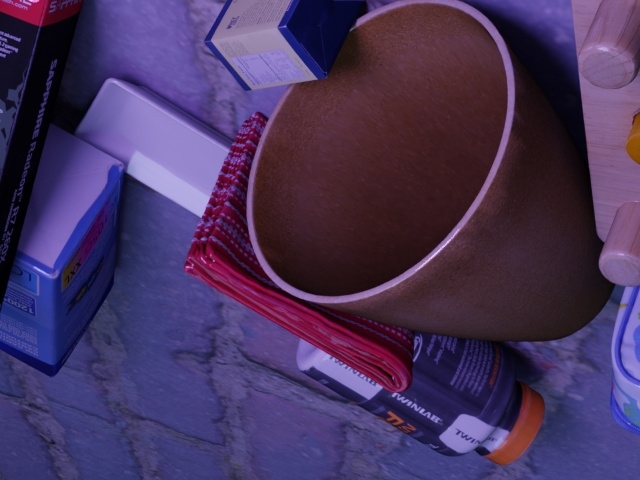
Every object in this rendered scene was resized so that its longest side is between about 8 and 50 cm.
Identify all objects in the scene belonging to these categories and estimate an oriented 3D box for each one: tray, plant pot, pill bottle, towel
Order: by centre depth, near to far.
[{"bbox_3d":[0.114,-0.017,0.981,0.237,0.237,0.254,-5,153,42],"label":"plant pot"},{"bbox_3d":[0.000,0.000,1.061,0.199,0.275,0.031,31,118,-10],"label":"towel"},{"bbox_3d":[-0.102,-0.064,1.242,0.270,0.030,0.145,32,150,-12],"label":"tray"},{"bbox_3d":[0.108,0.135,1.309,0.246,0.130,0.130,32,151,-13],"label":"pill bottle"}]

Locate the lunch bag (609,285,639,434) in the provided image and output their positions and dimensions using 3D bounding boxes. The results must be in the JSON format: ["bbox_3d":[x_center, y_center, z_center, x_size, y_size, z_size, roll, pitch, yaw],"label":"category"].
[{"bbox_3d":[0.306,0.052,0.926,0.176,0.219,0.090,10,142,22],"label":"lunch bag"}]

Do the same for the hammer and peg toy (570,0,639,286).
[{"bbox_3d":[0.338,-0.068,0.780,0.361,0.127,0.266,9,141,26],"label":"hammer and peg toy"}]

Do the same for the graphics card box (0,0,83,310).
[{"bbox_3d":[-0.359,-0.101,1.112,0.233,0.094,0.371,21,112,4],"label":"graphics card box"}]

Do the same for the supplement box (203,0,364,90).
[{"bbox_3d":[-0.027,-0.164,0.960,0.083,0.083,0.056,-3,140,40],"label":"supplement box"}]

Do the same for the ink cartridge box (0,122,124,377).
[{"bbox_3d":[-0.366,-0.006,1.396,0.270,0.151,0.395,29,156,2],"label":"ink cartridge box"}]
